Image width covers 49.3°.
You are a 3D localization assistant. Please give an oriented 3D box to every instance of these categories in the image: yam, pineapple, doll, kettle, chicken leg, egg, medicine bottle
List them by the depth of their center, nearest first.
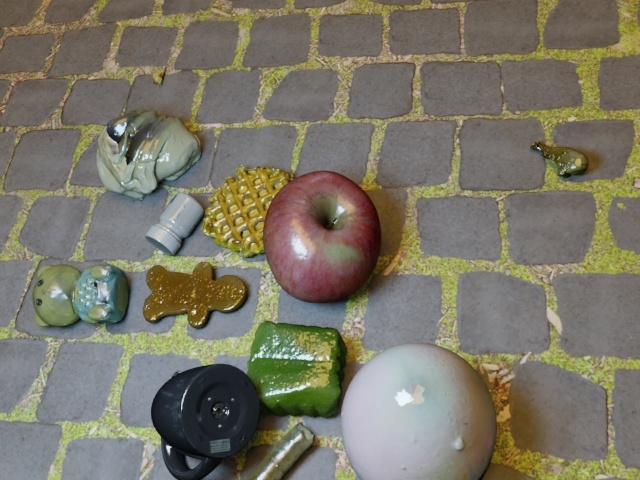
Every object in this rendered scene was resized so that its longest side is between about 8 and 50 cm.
[{"bbox_3d":[0.209,0.383,1.524,0.354,0.340,0.355,-5,58,9],"label":"egg"},{"bbox_3d":[-0.135,0.565,1.653,0.071,0.067,0.317,41,77,15],"label":"yam"},{"bbox_3d":[-0.308,0.440,1.670,0.290,0.207,0.268,-18,67,49],"label":"kettle"},{"bbox_3d":[0.657,-0.228,1.936,0.093,0.070,0.178,-46,54,-8],"label":"chicken leg"},{"bbox_3d":[-0.680,0.152,1.953,0.260,0.161,0.177,-3,82,9],"label":"doll"},{"bbox_3d":[-0.425,-0.050,2.045,0.105,0.105,0.168,24,68,23],"label":"medicine bottle"},{"bbox_3d":[-0.564,-0.570,2.424,0.045,0.019,0.083,1,60,6],"label":"pineapple"}]

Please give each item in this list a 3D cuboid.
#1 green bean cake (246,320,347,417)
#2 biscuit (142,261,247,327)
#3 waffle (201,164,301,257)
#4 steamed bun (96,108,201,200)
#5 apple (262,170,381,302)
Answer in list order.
[{"bbox_3d":[-0.055,0.323,1.743,0.248,0.125,0.222,1,63,16],"label":"green bean cake"},{"bbox_3d":[-0.350,0.153,1.946,0.301,0.049,0.197,-3,65,11],"label":"biscuit"},{"bbox_3d":[-0.184,-0.088,2.035,0.324,0.068,0.302,13,64,20],"label":"waffle"},{"bbox_3d":[-0.550,-0.285,2.152,0.320,0.206,0.275,-35,58,-13],"label":"steamed bun"},{"bbox_3d":[0.000,0.000,1.839,0.344,0.269,0.345,6,62,-11],"label":"apple"}]
